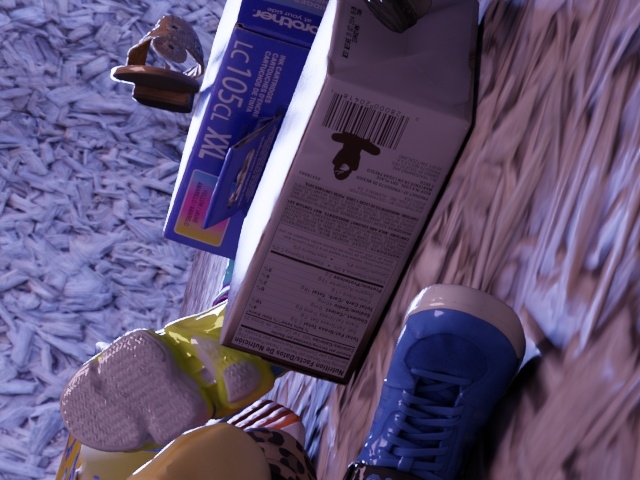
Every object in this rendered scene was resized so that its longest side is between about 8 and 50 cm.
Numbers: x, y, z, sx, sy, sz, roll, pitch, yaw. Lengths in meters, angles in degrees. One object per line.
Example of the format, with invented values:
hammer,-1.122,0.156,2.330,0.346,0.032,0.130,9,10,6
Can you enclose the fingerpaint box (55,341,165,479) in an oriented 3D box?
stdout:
fingerpaint box,-0.183,0.352,1.596,0.445,0.163,0.371,-99,26,-71

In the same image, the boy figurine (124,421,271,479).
boy figurine,-0.050,0.228,0.831,0.092,0.177,0.285,-8,-74,-54

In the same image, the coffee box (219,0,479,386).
coffee box,0.018,-0.043,1.223,0.141,0.098,0.246,-80,10,-48

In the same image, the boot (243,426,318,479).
boot,-0.093,0.305,1.067,0.284,0.138,0.377,-94,26,-70

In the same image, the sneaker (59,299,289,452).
sneaker,-0.079,0.092,1.406,0.126,0.240,0.091,-20,-92,-77

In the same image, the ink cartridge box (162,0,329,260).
ink cartridge box,-0.036,-0.155,1.794,0.395,0.151,0.270,-83,12,-52

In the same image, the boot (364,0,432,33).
boot,0.072,-0.234,1.133,0.161,0.083,0.246,-28,33,7

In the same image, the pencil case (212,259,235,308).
pencil case,-0.069,0.016,1.971,0.070,0.064,0.151,86,-165,-60

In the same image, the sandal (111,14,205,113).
sandal,-0.156,-0.185,1.826,0.240,0.088,0.079,113,167,-85

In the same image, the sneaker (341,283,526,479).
sneaker,0.047,0.086,0.802,0.152,0.058,0.084,109,-179,-58

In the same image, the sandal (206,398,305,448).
sandal,-0.064,0.169,1.411,0.265,0.102,0.076,-143,32,-74
